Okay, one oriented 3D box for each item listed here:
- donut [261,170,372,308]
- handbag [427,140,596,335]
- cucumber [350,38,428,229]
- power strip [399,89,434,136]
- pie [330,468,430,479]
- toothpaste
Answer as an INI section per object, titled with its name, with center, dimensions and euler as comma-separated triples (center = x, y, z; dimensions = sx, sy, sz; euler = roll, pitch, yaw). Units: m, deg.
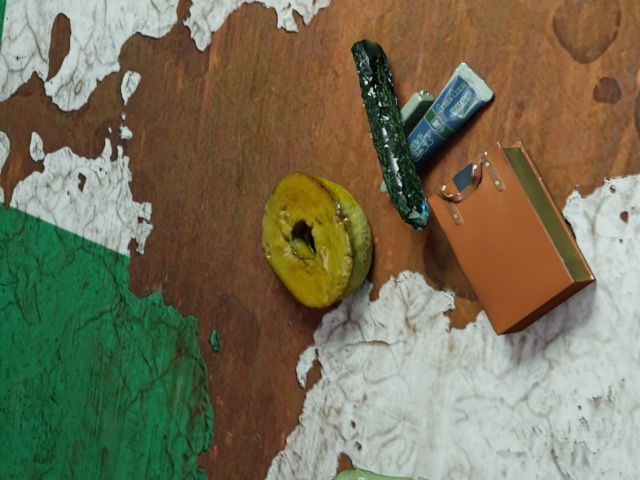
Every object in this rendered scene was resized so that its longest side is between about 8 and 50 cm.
[donut]
center = 0.000, 0.000, 1.862
dimensions = 0.178, 0.065, 0.162
euler = 58, 132, 26
[handbag]
center = 0.213, -0.005, 1.655
dimensions = 0.127, 0.062, 0.190
euler = -41, 67, 38
[cucumber]
center = 0.082, -0.125, 1.746
dimensions = 0.044, 0.043, 0.257
euler = -39, 57, 44
[power strip]
center = 0.108, -0.149, 1.775
dimensions = 0.083, 0.027, 0.017
euler = -52, 54, 34
[pie]
center = 0.112, 0.441, 1.753
dimensions = 0.296, 0.078, 0.371
euler = -34, 69, 40
[toothpaste]
center = 0.131, -0.126, 1.749
dimensions = 0.057, 0.034, 0.197
euler = 48, 122, 14
